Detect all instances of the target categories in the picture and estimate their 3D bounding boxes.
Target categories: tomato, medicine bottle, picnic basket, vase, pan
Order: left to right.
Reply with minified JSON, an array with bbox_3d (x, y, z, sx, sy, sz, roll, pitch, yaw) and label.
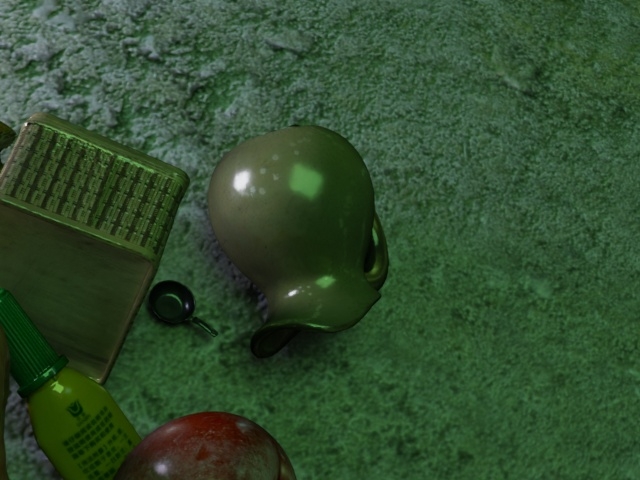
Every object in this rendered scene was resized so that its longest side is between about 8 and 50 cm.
[{"bbox_3d":[-0.328,0.194,1.504,0.111,0.076,0.309,-43,112,-32],"label":"medicine bottle"},{"bbox_3d":[-0.326,0.016,1.547,0.228,0.313,0.175,22,45,-9],"label":"picnic basket"},{"bbox_3d":[-0.195,0.105,1.720,0.115,0.023,0.068,38,53,5],"label":"pan"},{"bbox_3d":[-0.146,0.341,1.464,0.227,0.270,0.270,-1,56,13],"label":"tomato"},{"bbox_3d":[0.000,0.000,1.773,0.329,0.241,0.302,-1,72,-54],"label":"vase"}]

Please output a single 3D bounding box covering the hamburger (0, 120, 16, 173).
[{"bbox_3d":[-0.536,-0.092,1.628,0.131,0.124,0.262,44,53,6],"label":"hamburger"}]

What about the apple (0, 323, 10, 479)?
[{"bbox_3d":[-0.508,0.205,1.305,0.346,0.391,0.391,2,60,-17],"label":"apple"}]
